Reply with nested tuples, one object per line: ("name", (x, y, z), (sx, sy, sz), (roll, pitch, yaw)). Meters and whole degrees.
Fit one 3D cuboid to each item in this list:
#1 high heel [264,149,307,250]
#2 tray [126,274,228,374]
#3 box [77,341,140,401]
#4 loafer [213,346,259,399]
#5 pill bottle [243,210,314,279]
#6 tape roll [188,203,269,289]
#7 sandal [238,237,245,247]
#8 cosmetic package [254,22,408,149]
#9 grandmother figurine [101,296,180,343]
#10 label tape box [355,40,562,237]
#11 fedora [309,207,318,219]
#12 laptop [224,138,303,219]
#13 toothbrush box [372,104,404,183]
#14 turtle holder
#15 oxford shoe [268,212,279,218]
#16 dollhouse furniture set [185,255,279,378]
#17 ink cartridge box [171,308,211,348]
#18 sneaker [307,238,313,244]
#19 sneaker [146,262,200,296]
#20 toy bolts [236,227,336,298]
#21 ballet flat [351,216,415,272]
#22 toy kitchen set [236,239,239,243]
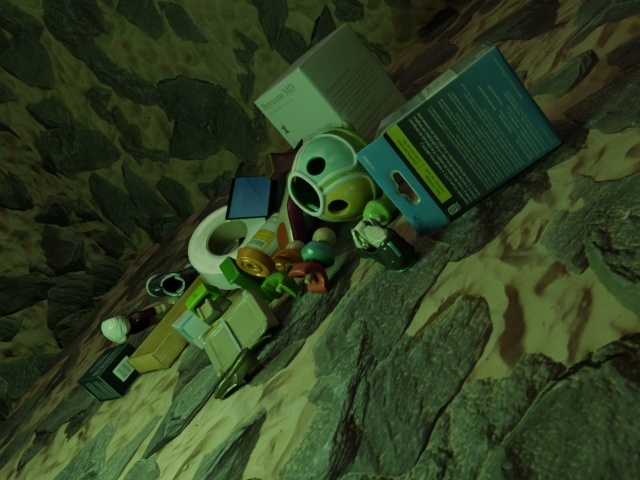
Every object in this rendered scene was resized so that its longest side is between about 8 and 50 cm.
("high heel", (-0.041, -0.091, 1.842), (0.181, 0.377, 0.127), (-4, -14, -26))
("tray", (-0.444, 0.255, 2.117), (0.203, 0.076, 0.411), (-23, 24, 48))
("box", (-0.689, 0.439, 2.132), (0.207, 0.108, 0.153), (-22, 26, 50))
("loafer", (-0.192, 0.312, 1.460), (0.148, 0.050, 0.056), (-53, 9, 17))
("pill bottle", (-0.125, 0.003, 1.923), (0.136, 0.136, 0.245), (-18, 29, 54))
("tape roll", (-0.282, 0.015, 2.085), (0.286, 0.100, 0.286), (-14, 49, 16))
("sandal", (-0.250, 0.040, 2.242), (0.060, 0.090, 0.219), (-60, 19, 16))
("cosmetic package", (0.045, -0.509, 2.383), (0.329, 0.393, 0.327), (-18, 28, 54))
("grandmother figurine", (-0.618, 0.275, 2.190), (0.208, 0.104, 0.342), (-48, -12, 16))
("label tape box", (0.281, -0.206, 1.348), (0.348, 0.249, 0.115), (-36, 18, 17))
("fedora", (0.003, -0.203, 2.114), (0.334, 0.152, 0.334), (-36, 15, 12))
("laptop", (-0.179, -0.198, 2.072), (0.264, 0.136, 0.234), (-51, 25, 34))
("toothbrush box", (0.268, -0.305, 1.855), (0.206, 0.122, 0.283), (-31, 18, 31))
("turtle holder", (0.060, -0.144, 1.715), (0.227, 0.320, 0.243), (-32, -9, -33))
("oxford shoe", (-0.132, -0.090, 2.245), (0.130, 0.133, 0.363), (3, 57, 29))
("dollhouse furniture set", (-0.204, 0.217, 1.688), (0.197, 0.151, 0.301), (-47, 44, 7))
("ink cartridge box", (-0.372, 0.255, 1.915), (0.090, 0.092, 0.143), (-47, 18, -20))
("sneaker", (0.000, 0.000, 1.823), (0.109, 0.040, 0.044), (-16, 28, 54))
("sneaker", (-0.487, 0.147, 2.328), (0.268, 0.101, 0.153), (-16, 7, -25))
("toy bolts", (-0.070, 0.030, 1.606), (0.228, 0.218, 0.158), (-7, 50, 43))
("ballet flat", (0.130, -0.004, 1.447), (0.095, 0.096, 0.280), (-44, 17, -7))
("toy kitchen set", (-0.222, -0.084, 2.383), (0.207, 0.122, 0.166), (-59, -10, 16))
